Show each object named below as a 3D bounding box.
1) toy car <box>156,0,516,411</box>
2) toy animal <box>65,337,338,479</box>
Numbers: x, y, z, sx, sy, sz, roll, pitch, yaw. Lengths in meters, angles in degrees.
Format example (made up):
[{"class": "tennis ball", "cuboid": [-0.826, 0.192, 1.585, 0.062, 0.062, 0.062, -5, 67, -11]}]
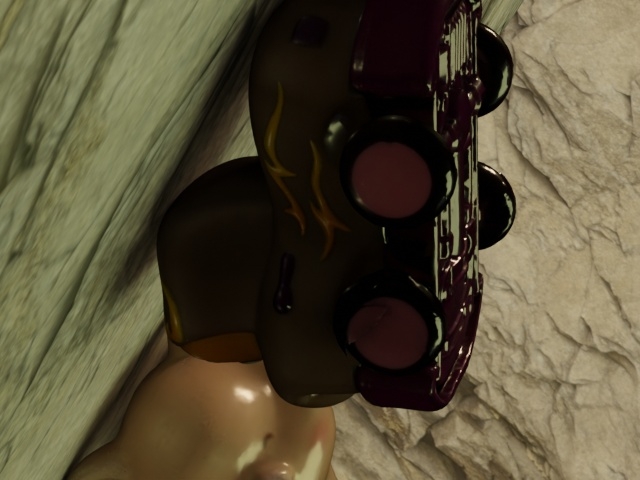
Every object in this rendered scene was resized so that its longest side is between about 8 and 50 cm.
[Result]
[{"class": "toy car", "cuboid": [0.006, -0.039, 1.387, 0.271, 0.240, 0.341, -53, 146, -63]}, {"class": "toy animal", "cuboid": [-0.093, 0.193, 1.820, 0.237, 0.269, 0.326, -57, -152, -2]}]
